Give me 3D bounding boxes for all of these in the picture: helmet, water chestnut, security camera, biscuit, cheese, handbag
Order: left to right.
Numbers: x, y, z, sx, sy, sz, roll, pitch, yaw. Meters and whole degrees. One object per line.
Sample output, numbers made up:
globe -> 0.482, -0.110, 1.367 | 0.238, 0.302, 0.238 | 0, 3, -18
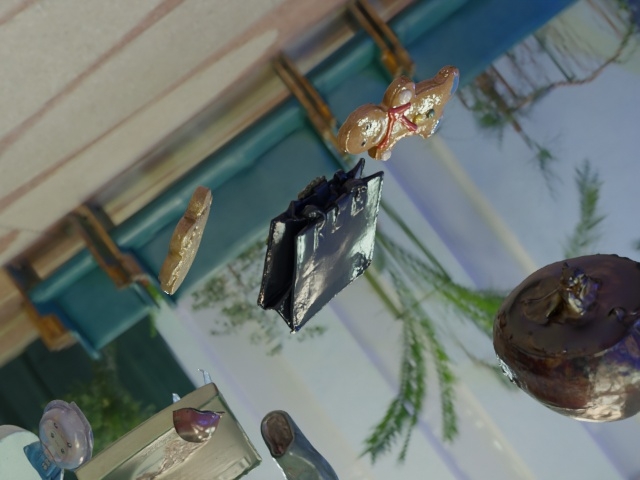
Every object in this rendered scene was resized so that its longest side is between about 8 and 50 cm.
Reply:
security camera -> -0.697, 0.449, 1.998 | 0.236, 0.194, 0.194 | 8, -159, 27
cheese -> -0.475, 0.373, 1.814 | 0.052, 0.135, 0.244 | -22, 159, -47
biscuit -> -0.337, 0.010, 2.520 | 0.355, 0.052, 0.275 | 114, -1, -57
helmet -> -0.183, 0.281, 1.499 | 0.084, 0.049, 0.065 | 11, 156, -31
handbag -> 0.000, 0.000, 2.177 | 0.303, 0.122, 0.329 | -39, 151, -37
biscuit -> 0.163, -0.251, 2.072 | 0.324, 0.049, 0.205 | -18, 142, -39
water chestnut -> 0.485, 0.153, 1.812 | 0.351, 0.302, 0.350 | -17, -148, 11

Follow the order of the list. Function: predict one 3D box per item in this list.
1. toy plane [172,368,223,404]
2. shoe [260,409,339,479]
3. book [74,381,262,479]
toy plane -> -0.255, 0.428, 2.258 | 0.101, 0.251, 0.255 | 8, 169, 42
shoe -> -0.048, 0.368, 1.687 | 0.079, 0.195, 0.078 | -44, 150, 12
book -> -0.245, 0.388, 1.705 | 0.260, 0.043, 0.371 | -34, 151, -11
